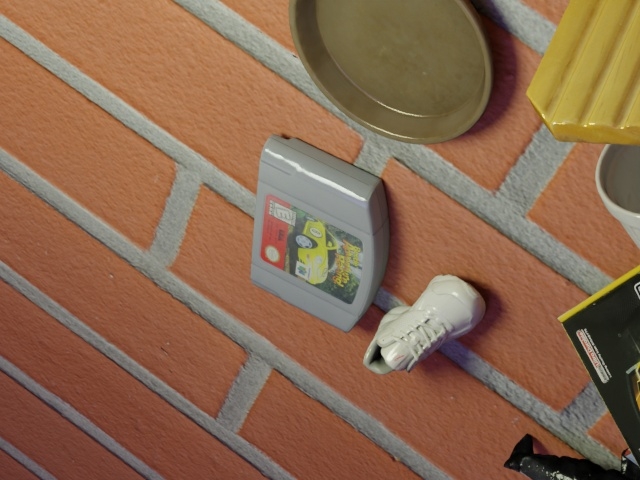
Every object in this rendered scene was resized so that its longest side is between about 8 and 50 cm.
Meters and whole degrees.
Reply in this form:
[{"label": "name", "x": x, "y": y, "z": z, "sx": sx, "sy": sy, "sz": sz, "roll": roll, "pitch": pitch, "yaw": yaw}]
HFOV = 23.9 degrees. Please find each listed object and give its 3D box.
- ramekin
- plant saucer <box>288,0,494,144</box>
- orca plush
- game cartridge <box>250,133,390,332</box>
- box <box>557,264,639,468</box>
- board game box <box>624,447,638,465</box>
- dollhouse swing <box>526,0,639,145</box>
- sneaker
[{"label": "ramekin", "x": 0.405, "y": -0.059, "z": 1.596, "sx": 0.207, "sy": 0.207, "sz": 0.109, "roll": 1, "pitch": 137, "yaw": 39}, {"label": "plant saucer", "x": 0.088, "y": -0.238, "z": 1.812, "sx": 0.278, "sy": 0.041, "sz": 0.278, "roll": 22, "pitch": 138, "yaw": 21}, {"label": "orca plush", "x": 0.406, "y": 0.329, "z": 2.098, "sx": 0.287, "sy": 0.102, "sz": 0.151, "roll": 27, "pitch": -174, "yaw": 32}, {"label": "game cartridge", "x": 0.000, "y": 0.000, "z": 2.113, "sx": 0.196, "sy": 0.060, "sz": 0.294, "roll": 23, "pitch": 139, "yaw": 15}, {"label": "box", "x": 0.452, "y": 0.174, "z": 1.785, "sx": 0.257, "sy": 0.079, "sz": 0.322, "roll": -41, "pitch": 72, "yaw": 50}, {"label": "board game box", "x": 0.536, "y": 0.343, "z": 1.965, "sx": 0.281, "sy": 0.027, "sz": 0.145, "roll": 37, "pitch": 163, "yaw": 5}, {"label": "dollhouse swing", "x": 0.328, "y": -0.294, "z": 1.340, "sx": 0.347, "sy": 0.305, "sz": 0.315, "roll": 6, "pitch": 131, "yaw": 37}, {"label": "sneaker", "x": 0.139, "y": 0.130, "z": 2.070, "sx": 0.090, "sy": 0.115, "sz": 0.232, "roll": 43, "pitch": 142, "yaw": -3}]
